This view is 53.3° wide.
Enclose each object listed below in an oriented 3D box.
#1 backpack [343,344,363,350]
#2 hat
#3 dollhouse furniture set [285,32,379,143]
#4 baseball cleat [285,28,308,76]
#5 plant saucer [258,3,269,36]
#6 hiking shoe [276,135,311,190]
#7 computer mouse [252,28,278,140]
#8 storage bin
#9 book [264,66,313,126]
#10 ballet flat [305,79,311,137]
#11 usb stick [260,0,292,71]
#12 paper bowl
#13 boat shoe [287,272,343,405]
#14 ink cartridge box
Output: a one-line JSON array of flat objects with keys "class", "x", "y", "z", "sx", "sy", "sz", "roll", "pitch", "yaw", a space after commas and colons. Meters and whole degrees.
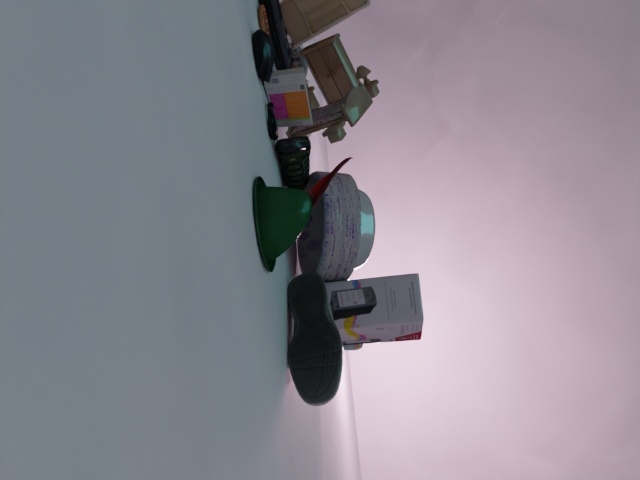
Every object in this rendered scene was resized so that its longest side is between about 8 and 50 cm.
[{"class": "backpack", "x": 0.054, "y": 0.225, "z": 1.843, "sx": 0.188, "sy": 0.165, "sz": 0.145, "roll": -85, "pitch": 170, "yaw": -53}, {"class": "hat", "x": -0.020, "y": -0.054, "z": 1.197, "sx": 0.173, "sy": 0.183, "sz": 0.209, "roll": 8, "pitch": 75, "yaw": -85}, {"class": "dollhouse furniture set", "x": -0.038, "y": -0.376, "z": 1.658, "sx": 0.174, "sy": 0.303, "sz": 0.356, "roll": 60, "pitch": 38, "yaw": -23}, {"class": "baseball cleat", "x": -0.091, "y": -0.600, "z": 1.978, "sx": 0.109, "sy": 0.072, "sz": 0.206, "roll": -45, "pitch": 124, "yaw": -67}, {"class": "plant saucer", "x": -0.136, "y": -0.517, "z": 1.517, "sx": 0.083, "sy": 0.013, "sz": 0.084, "roll": -6, "pitch": 90, "yaw": -85}, {"class": "hiking shoe", "x": -0.056, "y": -0.179, "z": 1.563, "sx": 0.227, "sy": 0.086, "sz": 0.114, "roll": 65, "pitch": 16, "yaw": -79}, {"class": "computer mouse", "x": -0.110, "y": -0.340, "z": 1.405, "sx": 0.071, "sy": 0.041, "sz": 0.242, "roll": -90, "pitch": 172, "yaw": -63}, {"class": "storage bin", "x": 0.035, "y": -0.669, "z": 1.737, "sx": 0.123, "sy": 0.260, "sz": 0.262, "roll": 58, "pitch": 28, "yaw": -21}, {"class": "book", "x": -0.075, "y": -0.332, "z": 1.493, "sx": 0.144, "sy": 0.096, "sz": 0.035, "roll": 80, "pitch": 6, "yaw": -49}, {"class": "ballet flat", "x": -0.056, "y": -0.379, "z": 1.926, "sx": 0.091, "sy": 0.077, "sz": 0.241, "roll": -19, "pitch": 103, "yaw": -87}, {"class": "usb stick", "x": -0.112, "y": -0.538, "z": 1.640, "sx": 0.278, "sy": 0.045, "sz": 0.077, "roll": 76, "pitch": 7, "yaw": -59}, {"class": "paper bowl", "x": 0.041, "y": -0.030, "z": 1.621, "sx": 0.284, "sy": 0.148, "sz": 0.285, "roll": -178, "pitch": -90, "yaw": -72}, {"class": "boat shoe", "x": -0.010, "y": 0.219, "z": 1.389, "sx": 0.103, "sy": 0.118, "sz": 0.321, "roll": 72, "pitch": 5, "yaw": -48}, {"class": "ink cartridge box", "x": 0.102, "y": 0.185, "z": 1.619, "sx": 0.226, "sy": 0.306, "sz": 0.131, "roll": 69, "pitch": 14, "yaw": -69}]
